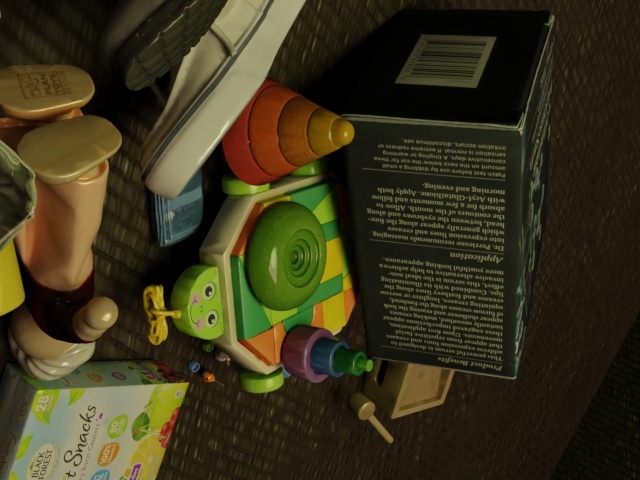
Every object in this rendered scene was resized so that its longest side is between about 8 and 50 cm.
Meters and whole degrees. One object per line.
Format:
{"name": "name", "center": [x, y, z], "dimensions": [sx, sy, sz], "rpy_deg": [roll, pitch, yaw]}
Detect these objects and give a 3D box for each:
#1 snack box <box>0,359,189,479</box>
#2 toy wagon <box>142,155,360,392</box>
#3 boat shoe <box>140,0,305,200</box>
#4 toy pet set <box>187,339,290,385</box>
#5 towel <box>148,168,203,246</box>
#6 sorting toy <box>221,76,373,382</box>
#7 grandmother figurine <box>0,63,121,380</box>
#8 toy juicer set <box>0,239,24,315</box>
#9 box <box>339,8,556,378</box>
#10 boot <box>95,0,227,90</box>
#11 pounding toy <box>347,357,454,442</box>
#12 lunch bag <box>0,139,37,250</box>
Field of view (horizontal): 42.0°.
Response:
{"name": "snack box", "center": [-0.265, 0.224, 0.925], "dimensions": [0.207, 0.070, 0.174], "rpy_deg": [8, 104, -51]}
{"name": "toy wagon", "center": [-0.064, 0.047, 1.004], "dimensions": [0.344, 0.068, 0.267], "rpy_deg": [-23, 114, -51]}
{"name": "boat shoe", "center": [-0.111, -0.219, 0.793], "dimensions": [0.156, 0.136, 0.367], "rpy_deg": [31, 68, -13]}
{"name": "toy pet set", "center": [-0.092, 0.152, 1.099], "dimensions": [0.122, 0.065, 0.114], "rpy_deg": [-55, 142, -12]}
{"name": "towel", "center": [-0.158, -0.056, 0.927], "dimensions": [0.067, 0.029, 0.119], "rpy_deg": [-27, 130, -41]}
{"name": "sorting toy", "center": [0.000, 0.000, 0.919], "dimensions": [0.127, 0.126, 0.365], "rpy_deg": [-33, 120, -47]}
{"name": "grandmother figurine", "center": [-0.240, 0.008, 0.737], "dimensions": [0.104, 0.208, 0.342], "rpy_deg": [-7, 142, -23]}
{"name": "toy juicer set", "center": [-0.391, 0.065, 0.573], "dimensions": [0.329, 0.209, 0.089], "rpy_deg": [-32, 111, -46]}
{"name": "box", "center": [0.183, -0.063, 1.113], "dimensions": [0.293, 0.212, 0.395], "rpy_deg": [-63, 153, -46]}
{"name": "boot", "center": [-0.143, -0.301, 0.670], "dimensions": [0.338, 0.223, 0.118], "rpy_deg": [-61, -171, -20]}
{"name": "pounding toy", "center": [0.114, 0.238, 1.388], "dimensions": [0.206, 0.094, 0.181], "rpy_deg": [-6, 120, -39]}
{"name": "lunch bag", "center": [-0.354, -0.058, 0.512], "dimensions": [0.287, 0.235, 0.169], "rpy_deg": [-14, 119, -46]}
